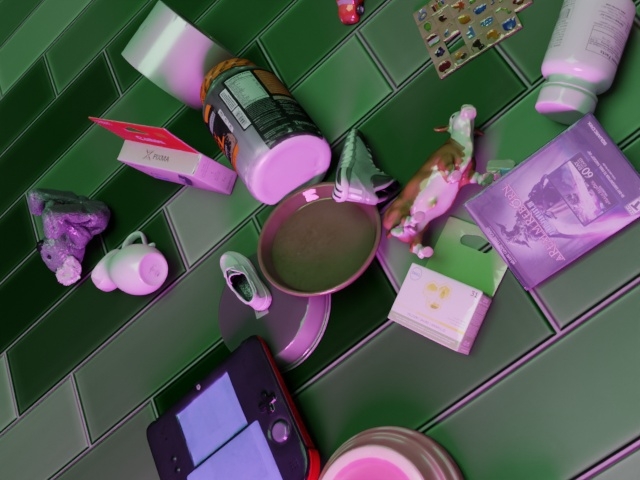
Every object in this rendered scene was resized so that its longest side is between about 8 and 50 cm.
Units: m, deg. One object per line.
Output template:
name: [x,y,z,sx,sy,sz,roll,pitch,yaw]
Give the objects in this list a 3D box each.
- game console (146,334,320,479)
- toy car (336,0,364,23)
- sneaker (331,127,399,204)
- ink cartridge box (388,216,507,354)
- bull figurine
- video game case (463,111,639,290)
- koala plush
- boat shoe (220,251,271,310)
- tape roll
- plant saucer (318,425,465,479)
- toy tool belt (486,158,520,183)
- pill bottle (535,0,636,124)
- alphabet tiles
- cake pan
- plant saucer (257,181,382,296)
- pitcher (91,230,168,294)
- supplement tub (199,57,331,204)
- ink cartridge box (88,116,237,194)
game console: [-0.195,0.436,1.728,0.386,0.060,0.342,-41,60,22]
toy car: [0.072,-0.657,1.985,0.239,0.053,0.225,-52,52,9]
sneaker: [0.103,-0.145,1.761,0.228,0.132,0.086,-77,3,-47]
ink cartridge box: [0.251,0.076,1.578,0.171,0.056,0.235,24,90,40]
bull figurine: [0.234,-0.112,1.614,0.310,0.101,0.188,-57,17,15]
video game case: [0.420,-0.066,1.468,0.274,0.026,0.196,-37,84,18]
koala plush: [-0.680,-0.004,2.236,0.196,0.203,0.221,39,119,48]
boat shoe: [-0.177,0.083,1.810,0.066,0.063,0.184,-46,53,14]
tape roll: [-0.351,-0.465,2.100,0.169,0.246,0.246,-52,51,8]
plant saucer: [0.109,0.501,1.501,0.332,0.084,0.331,-13,66,31]
toy tool belt: [0.360,-0.127,1.585,0.083,0.051,0.052,2,47,28]
pill bottle: [0.478,-0.334,1.516,0.131,0.131,0.229,15,82,39]
alphabet tiles: [0.324,-0.479,1.763,0.237,0.009,0.198,-30,57,23]
cake pan: [-0.112,0.146,1.816,0.293,0.054,0.293,-14,66,32]
plant saucer: [0.000,0.000,1.755,0.278,0.041,0.277,-10,57,16]
pitcher: [-0.460,0.050,2.076,0.207,0.125,0.177,-1,57,47]
supplement tub: [-0.136,-0.256,1.887,0.207,0.207,0.338,-46,52,14]
ink cartridge box: [-0.392,-0.205,2.019,0.296,0.261,0.066,14,81,39]
